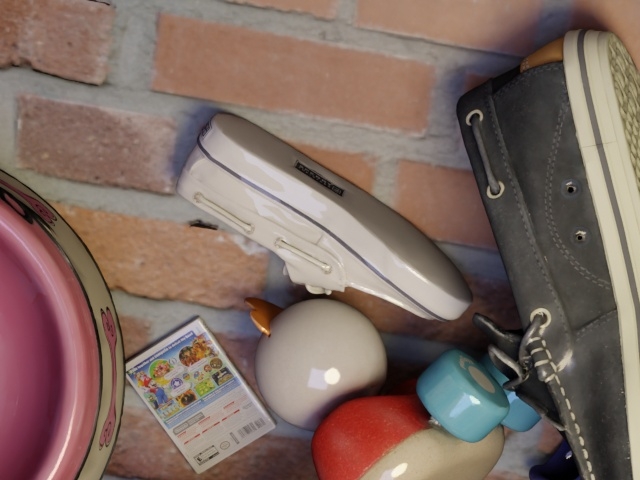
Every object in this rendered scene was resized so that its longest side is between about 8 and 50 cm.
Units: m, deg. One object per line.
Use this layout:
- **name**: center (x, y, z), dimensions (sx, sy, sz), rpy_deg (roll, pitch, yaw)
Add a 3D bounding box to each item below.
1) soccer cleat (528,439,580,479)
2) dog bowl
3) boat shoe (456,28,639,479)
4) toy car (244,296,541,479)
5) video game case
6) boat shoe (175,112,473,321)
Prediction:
- **soccer cleat**: center (0.271, 0.113, 1.632), dimensions (0.121, 0.093, 0.289), rpy_deg (22, 108, -4)
- **dog bowl**: center (-0.360, 0.112, 1.574), dimensions (0.408, 0.150, 0.408), rpy_deg (1, 85, -8)
- **boat shoe**: center (0.211, 0.083, 1.524), dimensions (0.156, 0.187, 0.500), rpy_deg (-14, 77, 21)
- **toy car**: center (0.029, 0.127, 1.636), dimensions (0.219, 0.210, 0.238), rpy_deg (-47, 70, 18)
- **video game case**: center (-0.108, 0.138, 1.714), dimensions (0.087, 0.011, 0.122), rpy_deg (-32, 102, 14)
- **boat shoe**: center (0.000, 0.000, 1.621), dimensions (0.267, 0.096, 0.088), rpy_deg (32, 111, -4)
